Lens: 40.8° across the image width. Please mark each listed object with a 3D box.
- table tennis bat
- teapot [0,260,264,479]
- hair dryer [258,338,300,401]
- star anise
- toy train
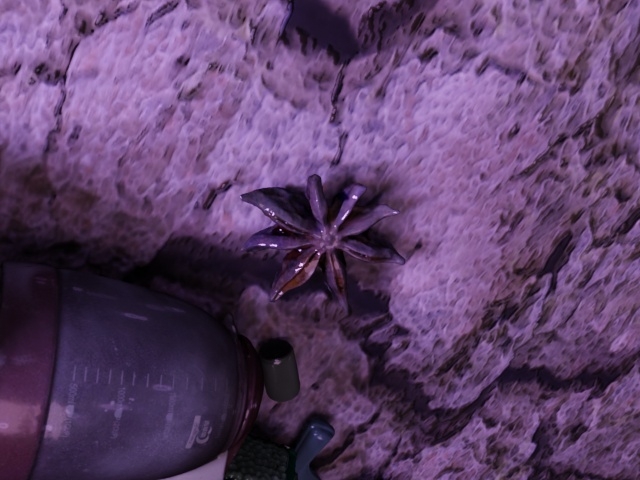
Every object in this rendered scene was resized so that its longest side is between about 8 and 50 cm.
[{"bbox_3d":[-0.052,0.333,1.209,0.149,0.038,0.237,23,120,-16],"label":"table tennis bat"},{"bbox_3d":[-0.222,0.200,0.954,0.312,0.233,0.315,11,89,-22],"label":"teapot"},{"bbox_3d":[-0.103,0.168,1.095,0.150,0.047,0.071,-5,123,7],"label":"hair dryer"},{"bbox_3d":[0.000,0.000,0.978,0.204,0.061,0.181,4,117,-15],"label":"star anise"},{"bbox_3d":[-0.166,0.314,1.122,0.269,0.115,0.154,19,116,-7],"label":"toy train"}]
